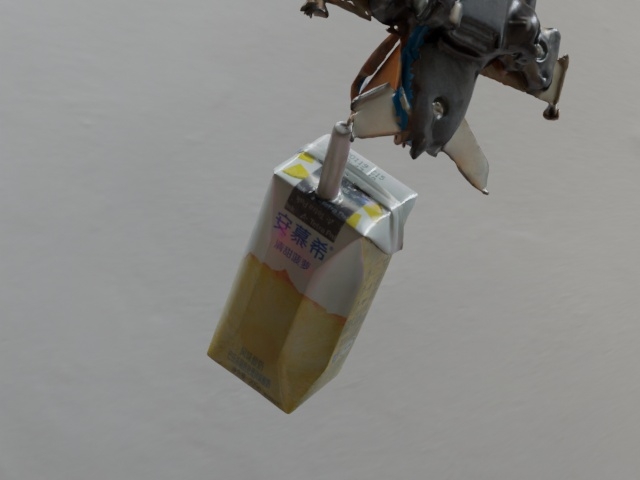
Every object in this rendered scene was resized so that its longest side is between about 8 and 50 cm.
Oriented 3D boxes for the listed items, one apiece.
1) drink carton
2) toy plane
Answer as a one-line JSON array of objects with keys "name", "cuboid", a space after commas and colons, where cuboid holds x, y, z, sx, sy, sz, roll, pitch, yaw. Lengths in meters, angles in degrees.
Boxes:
[{"name": "drink carton", "cuboid": [0.000, 0.000, 1.083, 0.084, 0.074, 0.200, 37, -49, 17]}, {"name": "toy plane", "cuboid": [0.060, -0.117, 0.788, 0.062, 0.135, 0.188, 10, -101, 57]}]
